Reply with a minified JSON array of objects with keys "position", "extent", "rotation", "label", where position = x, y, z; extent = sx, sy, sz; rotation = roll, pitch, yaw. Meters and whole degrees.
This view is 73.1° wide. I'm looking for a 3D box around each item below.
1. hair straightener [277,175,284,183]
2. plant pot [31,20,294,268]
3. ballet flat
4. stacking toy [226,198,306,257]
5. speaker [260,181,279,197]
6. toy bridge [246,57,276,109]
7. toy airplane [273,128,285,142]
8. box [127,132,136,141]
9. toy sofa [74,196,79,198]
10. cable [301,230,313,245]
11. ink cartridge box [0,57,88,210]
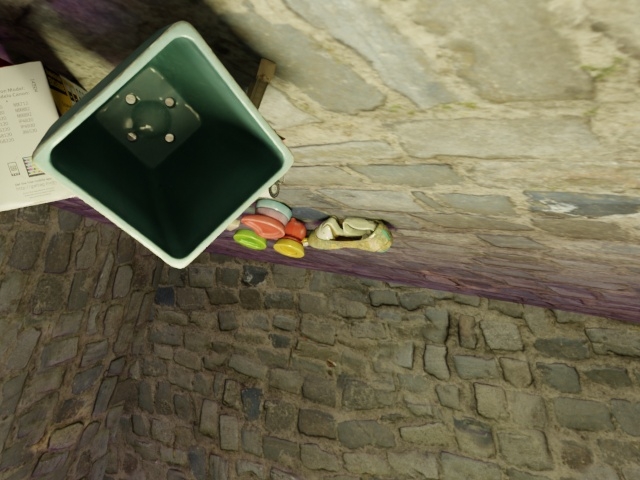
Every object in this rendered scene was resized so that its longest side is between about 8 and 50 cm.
[{"position":[-0.173,-0.188,1.078],"extent":[0.230,0.047,0.089],"rotation":[21,167,-41],"label":"hair straightener"},{"position":[-0.242,-0.161,0.671],"extent":[0.247,0.248,0.252],"rotation":[48,177,-39],"label":"plant pot"},{"position":[0.082,-0.031,1.488],"extent":[0.349,0.123,0.123],"rotation":[5,167,37],"label":"ballet flat"},{"position":[-0.204,-0.065,1.605],"extent":[0.280,0.130,0.309],"rotation":[8,157,21],"label":"stacking toy"},{"position":[-0.190,-0.154,1.263],"extent":[0.136,0.055,0.055],"rotation":[6,168,29],"label":"speaker"},{"position":[-0.113,-0.233,0.726],"extent":[0.026,0.063,0.188],"rotation":[16,170,-17],"label":"toy bridge"},{"position":[-0.150,-0.224,0.908],"extent":[0.151,0.028,0.151],"rotation":[0,178,0],"label":"toy airplane"},{"position":[-0.530,-0.277,1.078],"extent":[0.116,0.029,0.162],"rotation":[11,168,15],"label":"box"},{"position":[-0.660,-0.183,1.153],"extent":[0.177,0.150,0.362],"rotation":[-2,178,16],"label":"toy sofa"},{"position":[0.000,0.000,1.810],"extent":[0.287,0.072,0.139],"rotation":[4,172,38],"label":"cable"},{"position":[-0.493,-0.211,0.768],"extent":[0.130,0.271,0.309],"rotation":[-14,-165,-14],"label":"ink cartridge box"}]
